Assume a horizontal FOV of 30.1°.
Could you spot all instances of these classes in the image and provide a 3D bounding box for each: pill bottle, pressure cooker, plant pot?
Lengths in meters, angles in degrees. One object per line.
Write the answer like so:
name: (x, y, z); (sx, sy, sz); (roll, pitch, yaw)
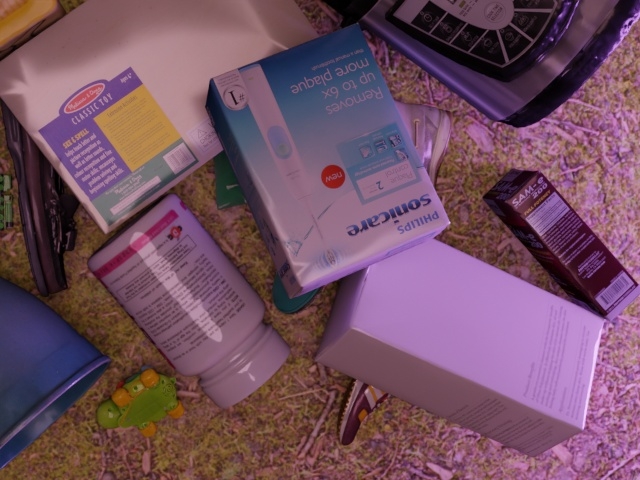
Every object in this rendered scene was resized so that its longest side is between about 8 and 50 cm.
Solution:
pill bottle: (-0.180, 0.088, 1.672); (0.160, 0.160, 0.283); (-39, 98, -3)
pressure cooker: (0.204, -0.397, 1.589); (0.420, 0.375, 0.370); (36, 73, -9)
plant pot: (-0.469, 0.162, 1.600); (0.271, 0.271, 0.255); (-44, 87, -3)

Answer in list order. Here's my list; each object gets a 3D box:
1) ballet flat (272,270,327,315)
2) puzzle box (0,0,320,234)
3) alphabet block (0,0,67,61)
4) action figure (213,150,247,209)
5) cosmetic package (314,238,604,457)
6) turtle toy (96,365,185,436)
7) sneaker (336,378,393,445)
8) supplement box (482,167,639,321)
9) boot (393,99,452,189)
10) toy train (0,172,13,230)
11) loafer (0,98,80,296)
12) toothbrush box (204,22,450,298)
ballet flat: (0.000, 0.000, 1.724); (0.091, 0.077, 0.241); (30, 115, 17)
puzzle box: (-0.215, -0.233, 1.631); (0.409, 0.052, 0.272); (-37, 99, -9)
alphabet block: (-0.468, -0.329, 1.579); (0.192, 0.197, 0.193); (-37, 98, -4)
action figure: (-0.108, -0.172, 1.710); (0.137, 0.063, 0.232); (-14, 97, -5)
cosmetic package: (0.201, 0.140, 1.699); (0.365, 0.155, 0.197); (25, 59, -8)
turtle toy: (-0.265, 0.232, 1.719); (0.130, 0.066, 0.095); (-33, 122, -2)
sneaker: (0.084, 0.225, 1.766); (0.084, 0.069, 0.185); (19, 93, -4)
supplement box: (0.355, 0.004, 1.755); (0.073, 0.130, 0.239); (-42, 98, -2)
boot: (0.089, -0.110, 1.736); (0.165, 0.077, 0.213); (17, 87, -10)
toy train: (-0.450, -0.055, 1.696); (0.024, 0.017, 0.083); (-1, 95, -18)
loafer: (-0.378, -0.075, 1.662); (0.095, 0.109, 0.302); (-11, 93, -11)
toothbrush box: (0.004, -0.102, 1.563); (0.216, 0.126, 0.295); (-22, 84, -11)
